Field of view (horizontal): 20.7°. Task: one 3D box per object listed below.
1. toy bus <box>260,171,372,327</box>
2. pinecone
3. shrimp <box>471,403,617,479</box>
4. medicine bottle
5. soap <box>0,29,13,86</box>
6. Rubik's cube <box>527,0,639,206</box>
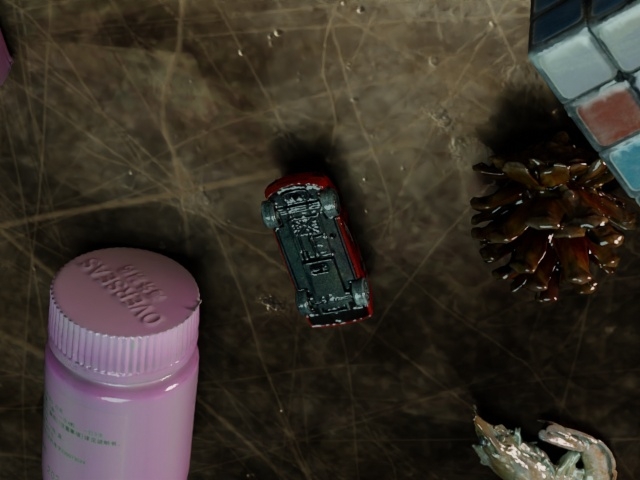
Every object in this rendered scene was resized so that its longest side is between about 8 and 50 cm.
[{"bbox_3d":[0.000,0.000,1.931,0.081,0.089,0.195,-11,124,14],"label":"toy bus"},{"bbox_3d":[0.245,-0.022,1.851,0.179,0.150,0.195,1,129,-1],"label":"pinecone"},{"bbox_3d":[0.268,0.257,2.108,0.126,0.047,0.223,-39,118,21],"label":"shrimp"},{"bbox_3d":[-0.232,0.170,2.028,0.178,0.178,0.290,8,125,1],"label":"medicine bottle"},{"bbox_3d":[-0.445,-0.265,1.805,0.181,0.081,0.259,-8,123,11],"label":"soap"},{"bbox_3d":[0.365,-0.199,1.642,0.259,0.256,0.253,-29,117,25],"label":"Rubik's cube"}]
